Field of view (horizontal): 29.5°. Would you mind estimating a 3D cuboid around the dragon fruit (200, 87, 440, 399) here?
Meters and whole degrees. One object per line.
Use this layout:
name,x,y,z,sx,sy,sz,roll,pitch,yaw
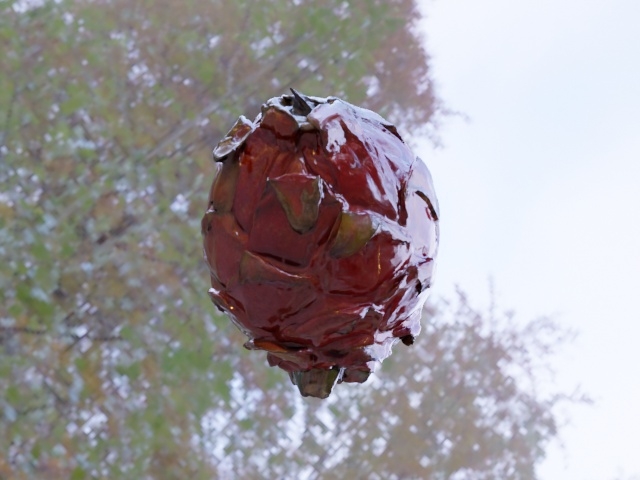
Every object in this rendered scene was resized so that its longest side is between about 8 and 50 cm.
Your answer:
dragon fruit,0.000,0.000,1.337,0.277,0.277,0.342,10,-75,39
